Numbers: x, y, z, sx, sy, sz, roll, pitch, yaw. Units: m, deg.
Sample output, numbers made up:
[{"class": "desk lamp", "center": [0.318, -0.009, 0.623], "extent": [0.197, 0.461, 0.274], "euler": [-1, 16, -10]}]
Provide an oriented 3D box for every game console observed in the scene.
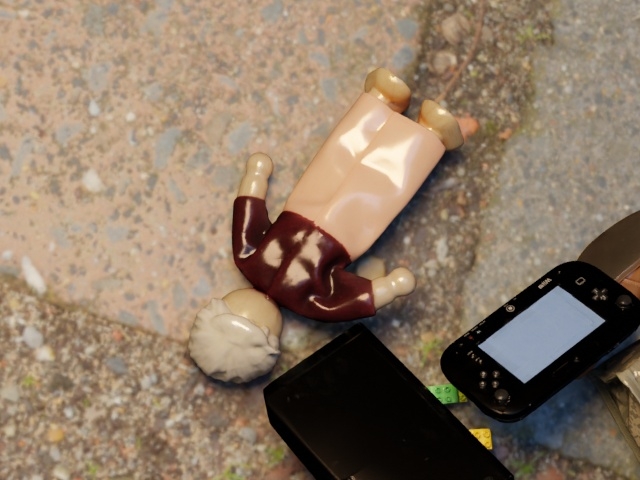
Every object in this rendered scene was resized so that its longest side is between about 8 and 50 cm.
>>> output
[{"class": "game console", "center": [0.140, 0.125, 1.444], "extent": [0.361, 0.044, 0.213], "euler": [-33, 62, -24]}]

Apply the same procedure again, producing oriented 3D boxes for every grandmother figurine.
[{"class": "grandmother figurine", "center": [0.000, 0.000, 1.506], "extent": [0.208, 0.104, 0.342], "euler": [35, 77, 24]}]

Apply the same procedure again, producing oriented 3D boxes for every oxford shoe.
[{"class": "oxford shoe", "center": [0.299, 0.051, 1.577], "extent": [0.212, 0.076, 0.076], "euler": [-48, 120, -14]}]

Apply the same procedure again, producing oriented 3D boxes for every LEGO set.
[{"class": "LEGO set", "center": [0.118, 0.174, 1.496], "extent": [0.227, 0.093, 0.087], "euler": [-5, 82, -12]}]

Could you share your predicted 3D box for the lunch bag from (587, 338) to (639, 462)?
[{"class": "lunch bag", "center": [0.440, 0.194, 1.515], "extent": [0.235, 0.169, 0.287], "euler": [-30, 89, -5]}]
